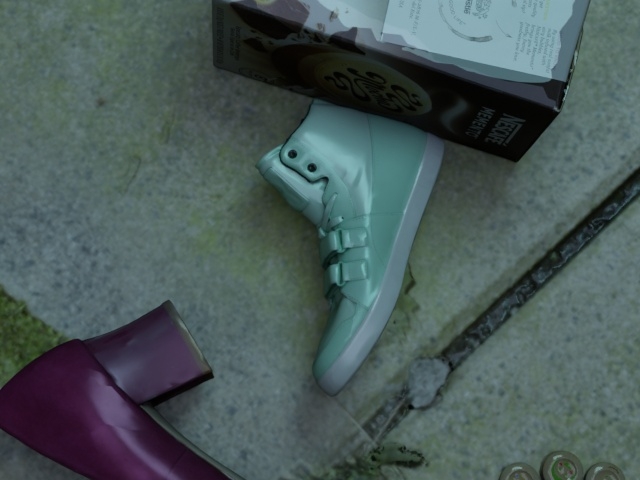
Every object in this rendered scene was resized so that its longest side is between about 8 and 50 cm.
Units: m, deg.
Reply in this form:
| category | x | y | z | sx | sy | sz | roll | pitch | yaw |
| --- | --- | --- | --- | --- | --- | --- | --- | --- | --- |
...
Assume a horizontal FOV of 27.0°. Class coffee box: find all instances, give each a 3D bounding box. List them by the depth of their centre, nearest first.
| category | x | y | z | sx | sy | sz | roll | pitch | yaw |
| --- | --- | --- | --- | --- | --- | --- | --- | --- | --- |
| coffee box | 0.064 | -0.183 | 1.154 | 0.297 | 0.168 | 0.118 | 18 | 77 | 0 |

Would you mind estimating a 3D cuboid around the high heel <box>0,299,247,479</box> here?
| category | x | y | z | sx | sy | sz | roll | pitch | yaw |
| --- | --- | --- | --- | --- | --- | --- | --- | --- | --- |
| high heel | -0.115 | 0.244 | 1.080 | 0.181 | 0.127 | 0.377 | -29 | 72 | -8 |

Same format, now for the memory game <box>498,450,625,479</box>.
| category | x | y | z | sx | sy | sz | roll | pitch | yaw |
| --- | --- | --- | --- | --- | --- | --- | --- | --- | --- |
| memory game | 0.211 | 0.274 | 1.147 | 0.186 | 0.012 | 0.186 | 1 | 78 | -4 |

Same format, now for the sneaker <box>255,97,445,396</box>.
| category | x | y | z | sx | sy | sz | roll | pitch | yaw |
| --- | --- | --- | --- | --- | --- | --- | --- | --- | --- |
| sneaker | 0.000 | 0.000 | 1.146 | 0.151 | 0.094 | 0.256 | 21 | 67 | -6 |
